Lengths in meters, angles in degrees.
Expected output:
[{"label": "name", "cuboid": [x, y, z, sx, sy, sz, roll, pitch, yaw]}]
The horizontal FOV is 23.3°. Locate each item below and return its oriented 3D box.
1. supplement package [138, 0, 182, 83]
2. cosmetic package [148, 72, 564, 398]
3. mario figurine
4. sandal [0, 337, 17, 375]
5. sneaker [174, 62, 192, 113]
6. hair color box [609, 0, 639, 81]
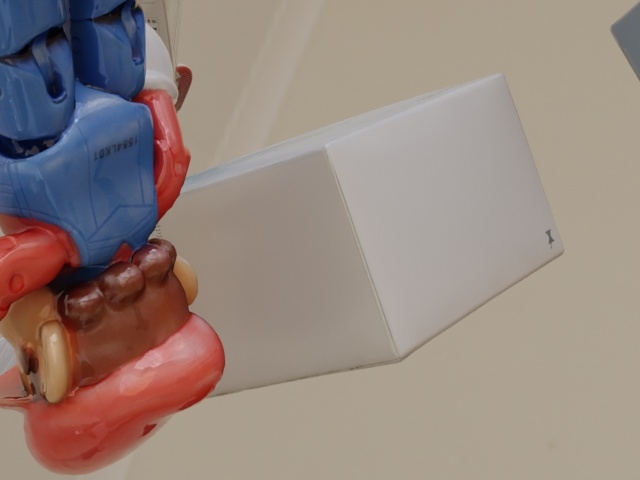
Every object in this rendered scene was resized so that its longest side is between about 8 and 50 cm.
[{"label": "supplement package", "cuboid": [-0.242, -0.302, 1.559, 0.145, 0.204, 0.262, 89, -178, -57]}, {"label": "cosmetic package", "cuboid": [0.000, 0.000, 1.015, 0.224, 0.224, 0.138, -26, -80, -53]}, {"label": "mario figurine", "cuboid": [-0.157, -0.023, 0.823, 0.198, 0.170, 0.321, -11, -66, -17]}, {"label": "sandal", "cuboid": [-0.276, 0.144, 1.752, 0.076, 0.265, 0.102, 50, -142, -59]}, {"label": "sneaker", "cuboid": [-0.221, -0.154, 1.705, 0.087, 0.128, 0.221, -28, -21, -43]}, {"label": "hair color box", "cuboid": [0.408, -0.118, 1.173, 0.374, 0.113, 0.185, -7, -116, -41]}]
